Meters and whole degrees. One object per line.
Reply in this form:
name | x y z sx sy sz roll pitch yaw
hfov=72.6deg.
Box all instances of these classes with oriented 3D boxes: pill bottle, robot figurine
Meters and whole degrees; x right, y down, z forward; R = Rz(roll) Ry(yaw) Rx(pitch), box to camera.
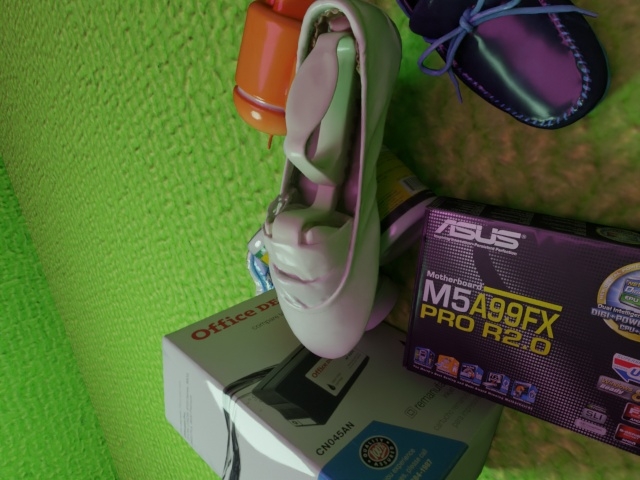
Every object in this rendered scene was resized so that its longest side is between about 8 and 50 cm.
pill bottle | 0.050 -0.078 0.582 0.208 0.119 0.119 50 132 19
pill bottle | 0.008 0.033 0.627 0.208 0.117 0.118 41 135 -9
robot figurine | -0.053 -0.246 0.617 0.158 0.128 0.219 33 125 19

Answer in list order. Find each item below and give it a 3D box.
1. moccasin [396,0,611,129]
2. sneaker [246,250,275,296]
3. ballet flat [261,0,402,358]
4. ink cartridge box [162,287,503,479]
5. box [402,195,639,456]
moccasin | 0.132 -0.239 0.446 0.342 0.117 0.137 52 133 18
sneaker | -0.086 0.066 0.821 0.073 0.063 0.161 -3 108 26
ballet flat | -0.003 -0.056 0.469 0.139 0.139 0.399 14 100 40
ink cartridge box | 0.005 0.232 0.618 0.395 0.286 0.166 23 118 36
box | 0.235 0.083 0.467 0.270 0.060 0.216 15 116 26
